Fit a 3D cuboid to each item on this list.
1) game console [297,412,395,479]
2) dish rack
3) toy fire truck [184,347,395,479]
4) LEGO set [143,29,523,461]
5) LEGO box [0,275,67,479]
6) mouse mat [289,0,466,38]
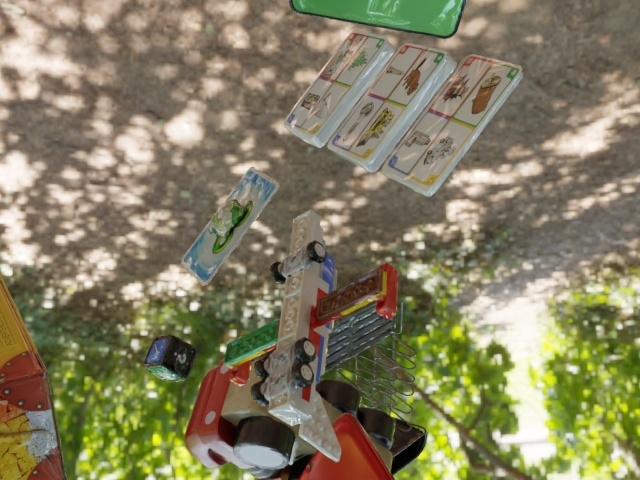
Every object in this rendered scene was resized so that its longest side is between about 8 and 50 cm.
[{"bbox_3d":[0.035,0.213,0.627,0.124,0.144,0.085,27,-159,-8],"label":"game console"},{"bbox_3d":[0.053,0.214,1.238,0.208,0.272,0.074,-27,-142,-38],"label":"dish rack"},{"bbox_3d":[-0.068,0.211,1.016,0.246,0.159,0.217,-20,131,37],"label":"toy fire truck"},{"bbox_3d":[0.000,0.000,0.520,0.060,0.244,0.182,38,178,-31],"label":"LEGO set"},{"bbox_3d":[-0.624,0.202,1.352,0.372,0.193,0.500,-14,-151,-24],"label":"LEGO box"},{"bbox_3d":[0.070,-0.295,0.968,0.189,0.007,0.153,7,122,-10],"label":"mouse mat"}]
